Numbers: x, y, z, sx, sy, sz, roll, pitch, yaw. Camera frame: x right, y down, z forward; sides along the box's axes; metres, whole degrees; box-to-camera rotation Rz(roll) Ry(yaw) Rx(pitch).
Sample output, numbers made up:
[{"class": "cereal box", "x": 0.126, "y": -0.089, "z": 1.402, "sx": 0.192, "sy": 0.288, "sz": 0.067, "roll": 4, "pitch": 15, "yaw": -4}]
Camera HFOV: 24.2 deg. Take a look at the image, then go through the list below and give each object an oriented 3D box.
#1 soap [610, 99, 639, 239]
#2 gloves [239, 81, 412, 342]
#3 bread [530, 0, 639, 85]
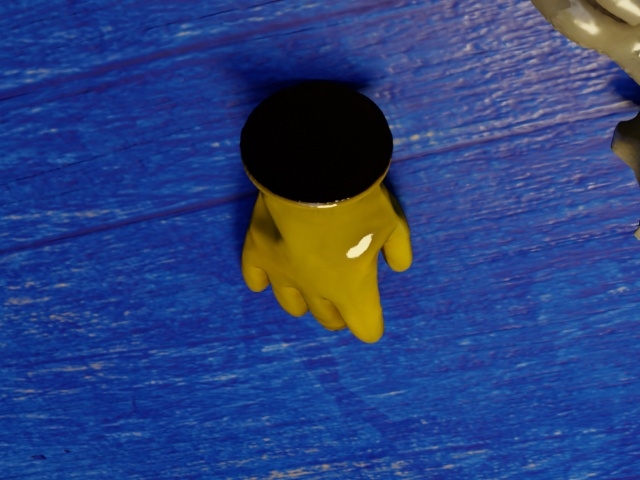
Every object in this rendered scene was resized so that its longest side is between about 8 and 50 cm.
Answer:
[{"class": "soap", "x": 0.409, "y": -0.096, "z": 1.032, "sx": 0.304, "sy": 0.169, "sz": 0.339, "roll": 11, "pitch": 146, "yaw": -11}, {"class": "gloves", "x": -0.001, "y": -0.001, "z": 1.281, "sx": 0.133, "sy": 0.116, "sz": 0.294, "roll": 28, "pitch": 153, "yaw": 17}, {"class": "bread", "x": 0.217, "y": -0.174, "z": 0.966, "sx": 0.337, "sy": 0.183, "sz": 0.102, "roll": 31, "pitch": 136, "yaw": -21}]
